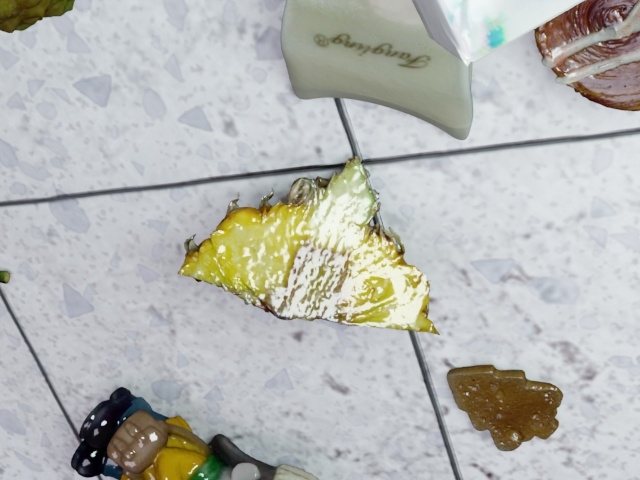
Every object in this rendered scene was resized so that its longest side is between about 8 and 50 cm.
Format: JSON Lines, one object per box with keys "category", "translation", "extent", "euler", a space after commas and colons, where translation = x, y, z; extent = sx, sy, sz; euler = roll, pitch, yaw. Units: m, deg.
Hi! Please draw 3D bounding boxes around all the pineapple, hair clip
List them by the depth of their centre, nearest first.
{"category": "hair clip", "translation": [0.057, -0.194, 0.917], "extent": [0.173, 0.113, 0.282], "euler": [17, 129, 9]}
{"category": "pineapple", "translation": [-0.006, -0.001, 1.106], "extent": [0.250, 0.140, 0.164], "euler": [6, 86, -1]}

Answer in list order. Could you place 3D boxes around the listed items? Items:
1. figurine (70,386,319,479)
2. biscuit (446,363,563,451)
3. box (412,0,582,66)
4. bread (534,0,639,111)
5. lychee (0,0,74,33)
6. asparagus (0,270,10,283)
{"category": "figurine", "translation": [-0.127, 0.301, 1.338], "extent": [0.332, 0.204, 0.185], "euler": [43, 136, 25]}
{"category": "biscuit", "translation": [0.193, 0.169, 1.188], "extent": [0.130, 0.019, 0.119], "euler": [31, 130, -3]}
{"category": "box", "translation": [0.157, -0.277, 0.739], "extent": [0.274, 0.116, 0.203], "euler": [-29, 112, 1]}
{"category": "bread", "translation": [0.251, -0.181, 0.878], "extent": [0.161, 0.073, 0.160], "euler": [11, 125, 17]}
{"category": "lychee", "translation": [-0.296, -0.291, 0.896], "extent": [0.320, 0.270, 0.270], "euler": [-37, 109, 2]}
{"category": "asparagus", "translation": [-0.428, 0.038, 1.333], "extent": [0.127, 0.015, 0.018], "euler": [6, 125, 17]}
